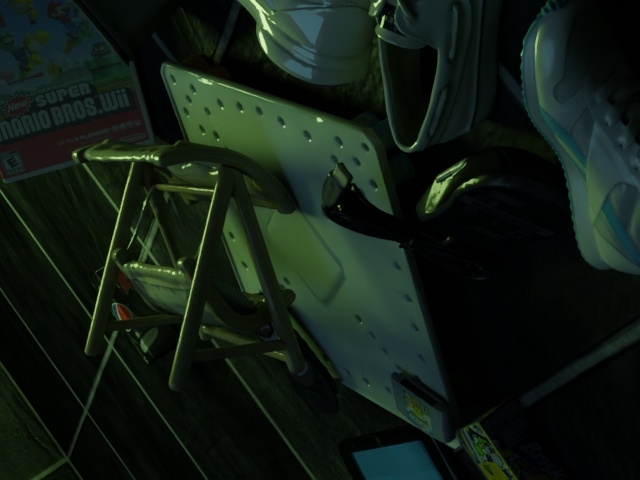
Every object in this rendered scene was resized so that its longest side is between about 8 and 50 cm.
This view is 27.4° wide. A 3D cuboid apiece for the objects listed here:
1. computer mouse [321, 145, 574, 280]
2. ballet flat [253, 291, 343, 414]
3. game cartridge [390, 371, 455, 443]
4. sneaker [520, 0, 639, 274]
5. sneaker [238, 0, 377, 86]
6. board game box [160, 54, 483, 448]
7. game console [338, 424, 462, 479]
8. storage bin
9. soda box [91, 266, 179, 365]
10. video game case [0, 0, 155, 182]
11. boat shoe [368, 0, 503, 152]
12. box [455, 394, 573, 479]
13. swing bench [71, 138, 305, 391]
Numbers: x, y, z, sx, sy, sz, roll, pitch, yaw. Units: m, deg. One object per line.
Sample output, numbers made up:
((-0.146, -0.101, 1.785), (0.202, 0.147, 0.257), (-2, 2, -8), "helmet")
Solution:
((0.104, -0.045, 1.115), (0.184, 0.060, 0.262), (21, 162, -7), "computer mouse")
((-0.027, 0.132, 1.550), (0.057, 0.049, 0.173), (-34, 95, 38), "ballet flat")
((0.107, 0.177, 1.375), (0.083, 0.017, 0.056), (32, 150, 42), "game cartridge")
((0.214, -0.074, 0.925), (0.092, 0.087, 0.228), (10, 136, 49), "sneaker")
((-0.052, -0.274, 1.166), (0.305, 0.114, 0.152), (41, 138, 22), "sneaker")
((0.000, 0.000, 1.435), (0.390, 0.050, 0.390), (24, 141, 49), "board game box")
((0.086, 0.383, 1.606), (0.173, 0.250, 0.293), (32, 158, -10), "game console")
((-0.224, -0.273, 1.455), (0.135, 0.091, 0.098), (50, 178, 6), "storage bin")
((-0.295, 0.112, 2.101), (0.169, 0.060, 0.053), (54, 155, 6), "soda box")
((-0.332, -0.211, 1.619), (0.025, 0.204, 0.285), (-113, 10, -49), "video game case")
((0.079, -0.183, 1.021), (0.096, 0.088, 0.267), (40, 151, 33), "boat shoe")
((0.214, 0.244, 1.330), (0.169, 0.054, 0.059), (56, 155, 4), "box")
((-0.149, 0.012, 1.451), (0.253, 0.165, 0.254), (10, 104, 60), "swing bench")
